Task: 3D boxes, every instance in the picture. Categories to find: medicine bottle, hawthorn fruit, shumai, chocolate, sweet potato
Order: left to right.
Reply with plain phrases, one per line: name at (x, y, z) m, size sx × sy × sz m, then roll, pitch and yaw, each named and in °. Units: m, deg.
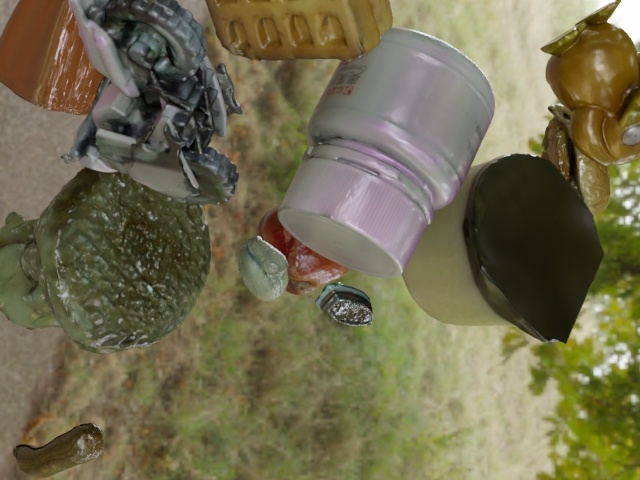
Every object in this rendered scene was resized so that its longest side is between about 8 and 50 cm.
sweet potato at (-0.474, 0.380, 1.731) m, size 0.062 × 0.233 × 0.081 m, roll 59°, pitch 31°, yaw -19°
shumai at (-0.403, 0.023, 1.682) m, size 0.324 × 0.323 × 0.397 m, roll 62°, pitch 38°, yaw -27°
hawthorn fruit at (0.000, 0.000, 1.994) m, size 0.207 × 0.243 × 0.208 m, roll 162°, pitch -90°, yaw -73°
medicine bottle at (0.096, -0.130, 1.484) m, size 0.325 × 0.256 × 0.256 m, roll -63°, pitch 172°, yaw -14°
chocolate at (0.304, 0.021, 1.798) m, size 0.297 × 0.326 × 0.314 m, roll -24°, pitch -152°, yaw 53°

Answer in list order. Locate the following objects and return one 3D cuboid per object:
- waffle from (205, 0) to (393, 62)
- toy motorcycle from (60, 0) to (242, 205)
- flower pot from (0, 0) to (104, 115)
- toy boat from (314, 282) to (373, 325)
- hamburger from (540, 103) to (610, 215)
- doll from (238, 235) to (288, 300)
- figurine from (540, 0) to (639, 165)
waffle at (-0.054, -0.365, 1.116) m, size 0.098 × 0.224 × 0.328 m, roll -57°, pitch 140°, yaw -41°
toy motorcycle at (-0.189, -0.143, 1.004) m, size 0.327 × 0.188 × 0.143 m, roll 84°, pitch 25°, yaw -60°
flower pot at (-0.374, -0.305, 1.442) m, size 0.173 × 0.190 × 0.191 m, roll -60°, pitch -164°, yaw 29°
toy boat at (0.036, 0.092, 1.485) m, size 0.140 × 0.059 × 0.066 m, roll 26°, pitch 22°, yaw -52°
hamburger at (0.518, -0.164, 1.931) m, size 0.155 × 0.135 × 0.208 m, roll -111°, pitch -162°, yaw -68°
doll at (-0.098, 0.050, 1.620) m, size 0.103 × 0.071 × 0.214 m, roll 49°, pitch -14°, yaw 6°
figurine at (0.459, -0.244, 1.557) m, size 0.228 × 0.215 × 0.215 m, roll 48°, pitch -13°, yaw 16°
